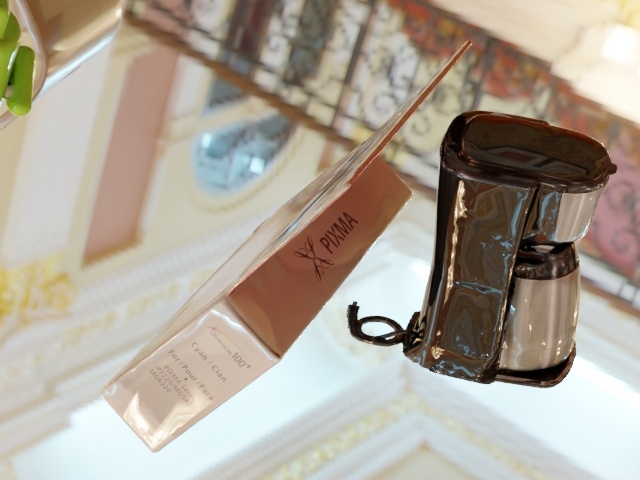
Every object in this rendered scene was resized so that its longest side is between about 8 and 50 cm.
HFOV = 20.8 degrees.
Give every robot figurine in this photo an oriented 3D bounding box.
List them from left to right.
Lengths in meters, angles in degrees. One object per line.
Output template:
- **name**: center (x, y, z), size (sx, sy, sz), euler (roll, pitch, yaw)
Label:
- **robot figurine**: center (-0.216, -0.102, 1.022), size (0.101, 0.115, 0.067), euler (10, -145, -23)

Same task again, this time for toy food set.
- **toy food set**: center (-0.257, -0.250, 1.293), size (0.092, 0.306, 0.220), euler (-19, -166, 14)

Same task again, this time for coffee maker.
- **coffee maker**: center (0.116, 0.006, 1.267), size (0.171, 0.178, 0.120), euler (-3, -149, -12)

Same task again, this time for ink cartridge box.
- **ink cartridge box**: center (0.000, 0.000, 1.252), size (0.066, 0.261, 0.296), euler (48, -148, -5)
